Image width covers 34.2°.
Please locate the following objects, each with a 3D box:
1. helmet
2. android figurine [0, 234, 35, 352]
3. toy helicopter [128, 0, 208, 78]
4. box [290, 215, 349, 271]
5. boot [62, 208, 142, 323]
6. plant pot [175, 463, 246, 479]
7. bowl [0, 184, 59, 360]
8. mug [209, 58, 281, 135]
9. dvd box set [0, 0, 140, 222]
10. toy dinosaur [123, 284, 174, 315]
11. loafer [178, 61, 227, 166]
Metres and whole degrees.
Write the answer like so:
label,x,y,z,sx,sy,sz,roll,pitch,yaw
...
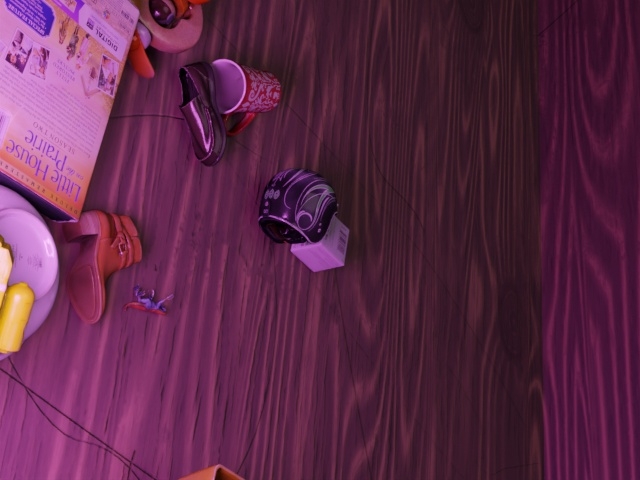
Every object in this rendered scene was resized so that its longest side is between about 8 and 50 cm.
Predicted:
label,x,y,z,sx,sy,sz,roll,pitch,yaw
helmet,-0.046,-0.078,2.252,0.169,0.169,0.162,47,59,-38
android figurine,-0.519,0.072,1.414,0.248,0.056,0.273,14,96,-14
toy helicopter,-0.370,-0.463,1.952,0.355,0.140,0.235,26,66,-39
box,0.000,0.000,2.363,0.102,0.087,0.101,42,46,-41
boot,-0.366,0.042,1.798,0.152,0.072,0.197,0,82,-61
plant pot,-0.204,0.523,1.765,0.212,0.187,0.212,44,45,-42
bowl,-0.490,0.035,1.547,0.298,0.134,0.298,25,59,-51
mug,-0.174,-0.309,2.215,0.113,0.150,0.169,45,22,17
dvd box set,-0.454,-0.280,1.688,0.307,0.062,0.421,39,56,-52
toy dinosaur,-0.314,0.117,1.898,0.090,0.047,0.082,-42,129,-18
loafer,-0.250,-0.254,2.087,0.078,0.080,0.220,-1,74,-47
